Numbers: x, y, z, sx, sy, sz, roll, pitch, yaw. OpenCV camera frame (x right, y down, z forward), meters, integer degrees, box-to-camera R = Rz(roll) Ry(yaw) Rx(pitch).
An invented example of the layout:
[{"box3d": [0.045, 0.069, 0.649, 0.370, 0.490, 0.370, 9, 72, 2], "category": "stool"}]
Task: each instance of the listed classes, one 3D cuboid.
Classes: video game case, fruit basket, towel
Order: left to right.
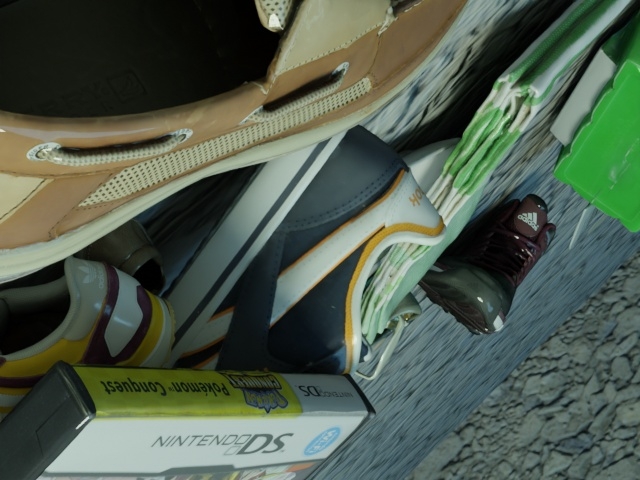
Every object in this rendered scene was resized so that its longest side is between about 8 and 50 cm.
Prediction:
[{"box3d": [-0.129, 0.166, 0.761, 0.275, 0.035, 0.248, -46, 153, 20], "category": "video game case"}, {"box3d": [0.146, -0.071, 1.225, 0.248, 0.038, 0.325, -46, 170, -45], "category": "towel"}, {"box3d": [0.380, -0.191, 1.487, 0.353, 0.165, 0.327, -55, 174, -37], "category": "fruit basket"}]

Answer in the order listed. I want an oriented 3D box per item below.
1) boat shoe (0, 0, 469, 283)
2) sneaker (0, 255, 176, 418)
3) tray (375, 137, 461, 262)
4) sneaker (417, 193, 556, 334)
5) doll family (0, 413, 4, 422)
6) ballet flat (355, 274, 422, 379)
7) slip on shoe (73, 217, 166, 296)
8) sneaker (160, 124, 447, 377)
[{"box3d": [-0.028, -0.093, 0.545, 0.324, 0.123, 0.116, -38, 179, -32], "category": "boat shoe"}, {"box3d": [-0.169, 0.070, 0.758, 0.185, 0.069, 0.084, -37, 133, 16], "category": "sneaker"}, {"box3d": [0.000, 0.000, 1.089, 0.270, 0.030, 0.145, -29, 158, -49], "category": "tray"}, {"box3d": [0.188, 0.011, 1.538, 0.162, 0.106, 0.281, -51, 176, -2], "category": "sneaker"}, {"box3d": [-0.239, 0.134, 0.696, 0.111, 0.076, 0.193, -36, 166, -50], "category": "doll family"}, {"box3d": [0.013, 0.125, 1.381, 0.213, 0.068, 0.072, -47, 165, 4], "category": "ballet flat"}, {"box3d": [-0.109, 0.021, 0.817, 0.051, 0.041, 0.135, -42, 165, -17], "category": "slip on shoe"}, {"box3d": [-0.052, 0.072, 0.869, 0.321, 0.127, 0.126, -51, -173, 5], "category": "sneaker"}]
